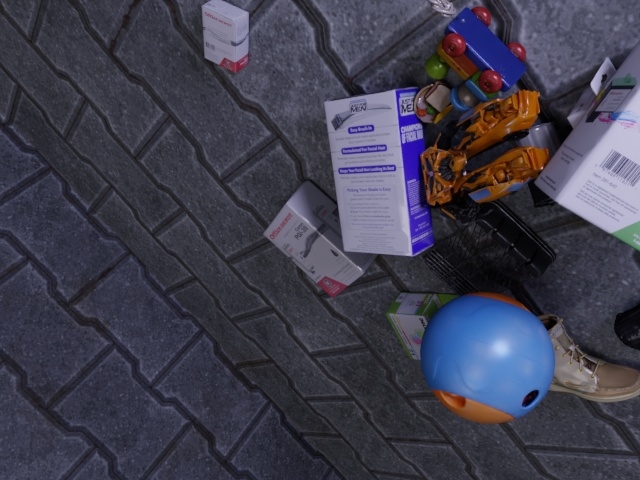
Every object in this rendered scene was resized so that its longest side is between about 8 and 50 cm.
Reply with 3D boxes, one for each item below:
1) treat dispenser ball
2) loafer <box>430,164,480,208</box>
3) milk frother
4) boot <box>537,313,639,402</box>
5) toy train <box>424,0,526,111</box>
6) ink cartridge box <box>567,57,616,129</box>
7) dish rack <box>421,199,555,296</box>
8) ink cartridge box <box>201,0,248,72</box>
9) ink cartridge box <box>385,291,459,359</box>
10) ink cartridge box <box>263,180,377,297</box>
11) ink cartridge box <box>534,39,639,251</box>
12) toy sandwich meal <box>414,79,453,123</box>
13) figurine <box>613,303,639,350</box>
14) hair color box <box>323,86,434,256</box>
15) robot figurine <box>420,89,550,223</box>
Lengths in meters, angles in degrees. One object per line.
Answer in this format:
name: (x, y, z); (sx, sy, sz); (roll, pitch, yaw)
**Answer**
treat dispenser ball: (0.369, 0.260, 1.203); (0.288, 0.288, 0.288); (25, 141, 21)
loafer: (0.220, -0.122, 1.201); (0.302, 0.095, 0.109); (9, 135, 36)
milk frother: (0.430, -0.135, 1.005); (0.143, 0.129, 0.135); (88, 167, -79)
boot: (0.606, 0.273, 1.272); (0.262, 0.095, 0.203); (-3, 125, 50)
toy train: (0.232, -0.347, 0.963); (0.248, 0.105, 0.143); (43, 158, -4)
ink cartridge box: (0.474, -0.195, 0.886); (0.180, 0.104, 0.060); (52, 145, -14)
dish rack: (0.376, 0.042, 1.258); (0.208, 0.074, 0.271); (43, 146, -1)
ink cartridge box: (-0.222, -0.482, 1.260); (0.099, 0.056, 0.135); (30, 143, 14)
ink cartridge box: (0.336, 0.243, 1.481); (0.255, 0.097, 0.189); (-3, 126, 45)
ink cartridge box: (0.000, 0.000, 1.513); (0.283, 0.117, 0.207); (42, 145, -2)
ink cartridge box: (0.492, -0.138, 0.781); (0.201, 0.117, 0.278); (28, 111, -7)
toy sandwich meal: (0.228, -0.272, 1.065); (0.085, 0.029, 0.086); (-2, 118, -5)
figurine: (0.742, 0.175, 1.053); (0.214, 0.092, 0.209); (35, 140, 7)
hair color box: (0.128, -0.145, 1.156); (0.185, 0.110, 0.339); (4, 109, 41)
robot figurine: (0.288, -0.152, 1.001); (0.291, 0.085, 0.211); (-27, 67, 59)
